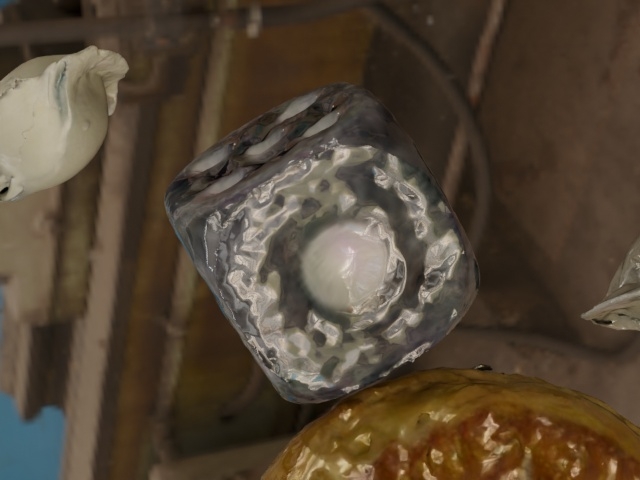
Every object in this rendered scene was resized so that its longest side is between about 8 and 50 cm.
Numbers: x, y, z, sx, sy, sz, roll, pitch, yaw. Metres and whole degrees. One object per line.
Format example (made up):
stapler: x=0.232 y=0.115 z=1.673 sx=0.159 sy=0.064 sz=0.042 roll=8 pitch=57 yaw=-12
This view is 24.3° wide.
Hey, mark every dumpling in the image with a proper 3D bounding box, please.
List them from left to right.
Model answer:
dumpling: x=-0.238 y=-0.109 z=1.328 sx=0.108 sy=0.127 sz=0.188 roll=37 pitch=117 yaw=4
dumpling: x=0.402 y=0.025 z=1.587 sx=0.293 sy=0.204 sz=0.163 roll=-27 pitch=46 yaw=47

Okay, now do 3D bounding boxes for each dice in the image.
dice: x=0.000 y=0.000 z=1.112 sx=0.182 sy=0.181 sz=0.183 roll=61 pitch=177 yaw=-19

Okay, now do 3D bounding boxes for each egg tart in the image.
egg tart: x=0.115 y=0.311 z=1.100 sx=0.178 sy=0.443 sz=0.443 roll=138 pitch=121 yaw=-62
